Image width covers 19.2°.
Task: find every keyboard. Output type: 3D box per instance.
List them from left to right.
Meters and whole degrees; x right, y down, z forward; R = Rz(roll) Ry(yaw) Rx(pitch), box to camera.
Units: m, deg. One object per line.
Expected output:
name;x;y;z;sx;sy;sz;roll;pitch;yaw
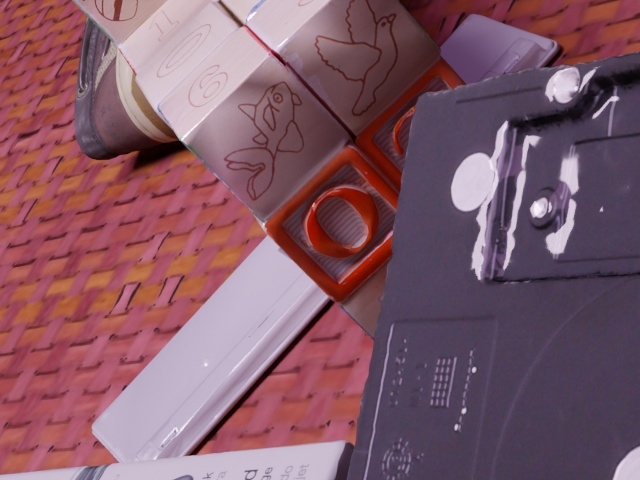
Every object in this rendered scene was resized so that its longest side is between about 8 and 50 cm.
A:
keyboard;0.000;0.000;0.815;0.256;0.014;0.072;-47;25;-6

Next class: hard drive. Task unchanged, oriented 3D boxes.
hard drive;0.131;0.064;0.428;0.339;0.064;0.237;-7;69;53

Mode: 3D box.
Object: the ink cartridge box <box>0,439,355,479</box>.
ink cartridge box;-0.067;0.155;0.623;0.208;0.087;0.153;-12;42;43

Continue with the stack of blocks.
stack of blocks;-0.028;-0.083;0.766;0.087;0.171;0.297;-43;26;3

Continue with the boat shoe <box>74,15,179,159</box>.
boat shoe;-0.094;-0.132;1.023;0.073;0.080;0.223;-22;41;24
